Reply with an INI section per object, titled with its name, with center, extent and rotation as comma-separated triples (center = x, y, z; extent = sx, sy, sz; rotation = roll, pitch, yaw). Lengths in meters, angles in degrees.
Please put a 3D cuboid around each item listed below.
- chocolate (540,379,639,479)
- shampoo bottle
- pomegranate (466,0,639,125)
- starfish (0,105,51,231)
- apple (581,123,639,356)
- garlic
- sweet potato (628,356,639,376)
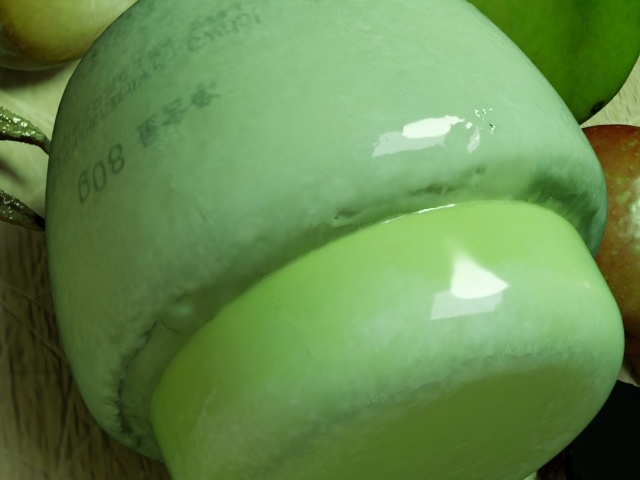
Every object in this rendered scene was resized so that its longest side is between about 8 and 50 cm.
[chocolate]
center = 0.206, 0.170, 1.163
extent = 0.125, 0.080, 0.148
rotation = 46, 45, 14
[shampoo bottle]
center = 0.000, 0.000, 0.915
extent = 0.322, 0.322, 0.317
rotation = 0, 53, -43
[pomegranate]
center = 0.163, -0.224, 1.273
extent = 0.358, 0.216, 0.310
rotation = -4, 82, -67
[starfish]
center = -0.267, -0.069, 0.939
extent = 0.227, 0.043, 0.240
rotation = 20, 42, -25
[apple]
center = 0.238, 0.002, 1.255
extent = 0.181, 0.181, 0.168
rotation = 28, 68, -24
[garlic]
center = -0.199, -0.179, 1.046
extent = 0.115, 0.128, 0.206
rotation = 17, 7, 33
[sweet potato]
center = 0.302, 0.140, 1.300
extent = 0.044, 0.044, 0.179
rotation = -15, 70, -47
